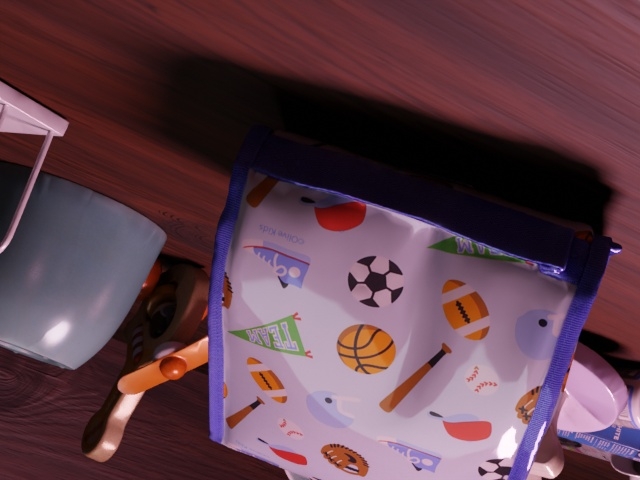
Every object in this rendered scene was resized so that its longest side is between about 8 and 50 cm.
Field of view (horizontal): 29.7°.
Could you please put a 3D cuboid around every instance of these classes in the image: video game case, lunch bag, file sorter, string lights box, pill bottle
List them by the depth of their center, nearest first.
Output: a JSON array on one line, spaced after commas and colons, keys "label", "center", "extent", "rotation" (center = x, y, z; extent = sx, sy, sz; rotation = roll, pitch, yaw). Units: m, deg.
[{"label": "lunch bag", "center": [0.076, 0.072, 1.111], "extent": [0.328, 0.239, 0.385], "rotation": [18, 145, 12]}, {"label": "file sorter", "center": [-0.455, -0.116, 1.276], "extent": [0.193, 0.173, 0.278], "rotation": [7, 162, 42]}, {"label": "pill bottle", "center": [0.381, 0.202, 1.576], "extent": [0.078, 0.078, 0.137], "rotation": [29, 165, -36]}, {"label": "string lights box", "center": [0.413, 0.268, 1.811], "extent": [0.260, 0.076, 0.133], "rotation": [17, 168, 12]}, {"label": "video game case", "center": [0.481, 0.381, 2.315], "extent": [0.183, 0.023, 0.201], "rotation": [13, 167, 27]}]

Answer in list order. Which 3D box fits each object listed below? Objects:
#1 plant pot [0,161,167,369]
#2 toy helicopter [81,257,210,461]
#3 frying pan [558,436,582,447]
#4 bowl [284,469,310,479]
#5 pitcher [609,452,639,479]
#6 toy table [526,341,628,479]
[{"label": "plant pot", "center": [-0.403, 0.050, 1.759], "extent": [0.293, 0.235, 0.293], "rotation": [19, 167, 5]}, {"label": "toy helicopter", "center": [-0.276, 0.203, 1.936], "extent": [0.140, 0.355, 0.235], "rotation": [28, -178, -33]}, {"label": "frying pan", "center": [0.346, 0.325, 2.210], "extent": [0.197, 0.053, 0.326], "rotation": [27, 167, -24]}, {"label": "bowl", "center": [0.078, 0.348, 2.254], "extent": [0.311, 0.311, 0.163], "rotation": [20, -173, -1]}, {"label": "pitcher", "center": [0.593, 0.387, 1.990], "extent": [0.178, 0.125, 0.207], "rotation": [-7, 144, 31]}, {"label": "toy table", "center": [0.241, 0.218, 1.532], "extent": [0.252, 0.161, 0.274], "rotation": [50, 154, -11]}]
